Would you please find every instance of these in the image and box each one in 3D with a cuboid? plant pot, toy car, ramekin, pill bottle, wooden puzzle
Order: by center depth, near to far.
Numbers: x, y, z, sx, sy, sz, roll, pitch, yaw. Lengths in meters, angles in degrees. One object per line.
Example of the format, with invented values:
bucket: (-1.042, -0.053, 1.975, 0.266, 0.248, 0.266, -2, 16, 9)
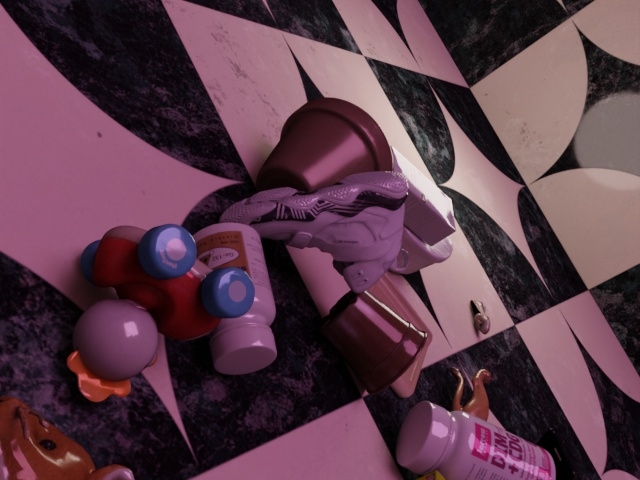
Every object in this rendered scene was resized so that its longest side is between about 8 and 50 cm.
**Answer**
toy car: (-0.252, 0.122, 1.124, 0.210, 0.219, 0.237, 39, 61, -31)
pill bottle: (-0.144, 0.096, 1.333, 0.131, 0.131, 0.229, 24, 42, -46)
pill bottle: (0.301, 0.432, 1.589, 0.283, 0.160, 0.160, 26, 36, -13)
plant pot: (0.094, 0.187, 1.599, 0.165, 0.167, 0.167, 43, 29, -5)
plant pot: (-0.012, -0.140, 1.710, 0.263, 0.263, 0.229, 52, 45, -7)
wooden puzzle: (0.150, 0.203, 1.786, 0.221, 0.044, 0.238, 52, 33, -9)
ramekin: (0.201, -0.039, 2.026, 0.273, 0.127, 0.272, 37, 33, -30)

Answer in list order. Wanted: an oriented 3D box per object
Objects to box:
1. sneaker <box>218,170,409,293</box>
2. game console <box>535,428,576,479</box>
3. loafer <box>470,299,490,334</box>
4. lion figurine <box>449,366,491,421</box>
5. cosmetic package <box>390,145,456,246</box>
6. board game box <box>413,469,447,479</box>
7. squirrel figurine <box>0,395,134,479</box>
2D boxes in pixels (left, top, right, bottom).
sneaker: (0.000, 0.000, 1.546, 0.137, 0.366, 0.210, -127, -154, -71)
game console: (0.520, 0.483, 1.744, 0.071, 0.107, 0.122, 6, 40, -22)
loafer: (0.436, 0.210, 2.231, 0.039, 0.045, 0.125, 26, 30, -16)
lion figurine: (0.380, 0.469, 1.796, 0.392, 0.142, 0.240, 47, 33, 13)
cosmetic package: (0.212, -0.101, 1.885, 0.231, 0.085, 0.117, 36, 35, -30)
board game box: (0.238, 0.518, 1.529, 0.181, 0.092, 0.043, 46, 29, -19)
squirrel figurine: (-0.314, 0.345, 0.733, 0.370, 0.281, 0.396, -58, 126, -71)
